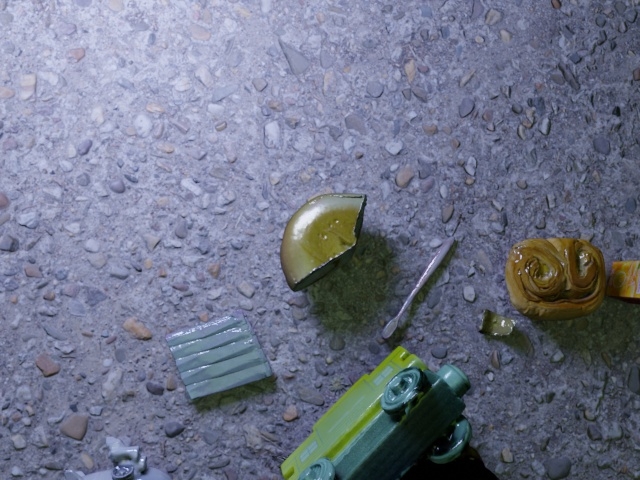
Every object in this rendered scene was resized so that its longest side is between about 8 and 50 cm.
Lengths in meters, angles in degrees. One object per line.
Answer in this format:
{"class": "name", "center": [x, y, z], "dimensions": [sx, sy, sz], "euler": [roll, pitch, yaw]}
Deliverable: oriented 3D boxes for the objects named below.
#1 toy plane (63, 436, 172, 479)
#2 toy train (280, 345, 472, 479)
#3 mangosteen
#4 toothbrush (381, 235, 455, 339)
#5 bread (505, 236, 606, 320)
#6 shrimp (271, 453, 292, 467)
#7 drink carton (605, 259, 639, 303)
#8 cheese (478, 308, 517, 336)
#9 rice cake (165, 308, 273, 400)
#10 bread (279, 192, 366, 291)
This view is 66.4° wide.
{"class": "toy plane", "center": [-0.449, 0.549, 1.084], "dimensions": [0.245, 0.117, 0.244], "euler": [-1, 103, -6]}
{"class": "toy train", "center": [0.100, 0.400, 0.973], "dimensions": [0.442, 0.272, 0.179], "euler": [-43, 97, -8]}
{"class": "mangosteen", "center": [0.247, 0.566, 1.028], "dimensions": [0.297, 0.297, 0.313], "euler": [-32, 91, -5]}
{"class": "toothbrush", "center": [0.238, 0.113, 1.194], "dimensions": [0.025, 0.029, 0.307], "euler": [37, 83, -1]}
{"class": "bread", "center": [0.551, 0.091, 1.163], "dimensions": [0.236, 0.120, 0.198], "euler": [-1, 85, -3]}
{"class": "shrimp", "center": [0.041, 0.504, 1.145], "dimensions": [0.296, 0.058, 0.169], "euler": [19, 76, -4]}
{"class": "drink carton", "center": [0.760, 0.097, 1.122], "dimensions": [0.071, 0.223, 0.096], "euler": [17, 85, -1]}
{"class": "cheese", "center": [0.429, 0.206, 1.188], "dimensions": [0.084, 0.041, 0.060], "euler": [14, 78, 13]}
{"class": "rice cake", "center": [-0.238, 0.269, 1.149], "dimensions": [0.198, 0.037, 0.189], "euler": [-24, 88, -5]}
{"class": "bread", "center": [0.005, -0.013, 1.133], "dimensions": [0.261, 0.158, 0.156], "euler": [-34, 78, -4]}
